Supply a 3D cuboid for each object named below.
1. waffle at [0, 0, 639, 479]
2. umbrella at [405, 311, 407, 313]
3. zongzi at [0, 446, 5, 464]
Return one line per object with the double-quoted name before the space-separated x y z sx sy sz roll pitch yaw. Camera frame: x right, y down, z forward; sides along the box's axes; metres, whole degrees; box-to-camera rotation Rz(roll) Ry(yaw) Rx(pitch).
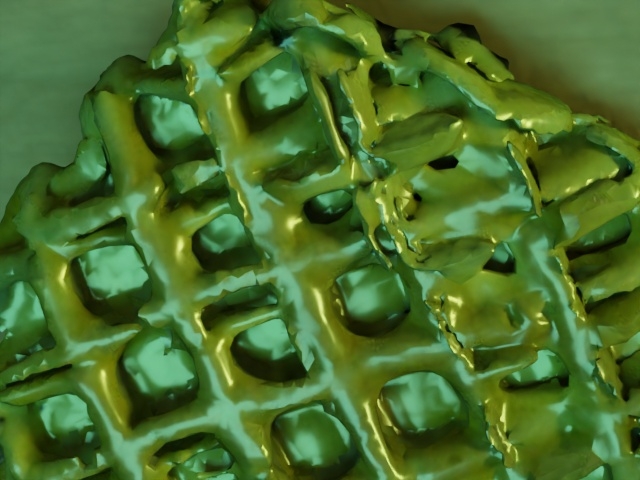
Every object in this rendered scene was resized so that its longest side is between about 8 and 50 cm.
"waffle" 0.012 0.058 0.616 0.317 0.073 0.297 26 106 2
"umbrella" 0.000 0.000 0.668 0.144 0.037 0.040 29 117 7
"zongzi" -0.261 0.189 0.842 0.323 0.160 0.360 7 126 19
